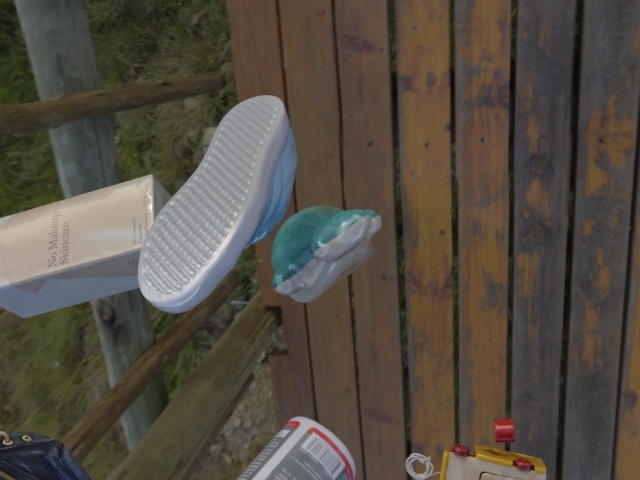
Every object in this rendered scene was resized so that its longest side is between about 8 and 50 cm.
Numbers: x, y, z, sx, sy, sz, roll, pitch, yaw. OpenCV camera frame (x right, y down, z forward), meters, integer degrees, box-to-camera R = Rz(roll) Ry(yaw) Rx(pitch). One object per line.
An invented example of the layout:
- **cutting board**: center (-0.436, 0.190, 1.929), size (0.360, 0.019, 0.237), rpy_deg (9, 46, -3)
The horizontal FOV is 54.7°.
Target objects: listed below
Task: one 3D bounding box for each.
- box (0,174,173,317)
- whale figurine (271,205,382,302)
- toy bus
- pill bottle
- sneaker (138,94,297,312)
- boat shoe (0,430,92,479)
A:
- **box**: center (-0.396, 0.014, 1.044), size (0.311, 0.121, 0.148), rpy_deg (-16, 61, 6)
- **whale figurine**: center (0.000, 0.000, 1.013), size (0.216, 0.272, 0.141), rpy_deg (-35, 82, -12)
- **toy bus**: center (0.275, 0.396, 1.041), size (0.191, 0.104, 0.202), rpy_deg (-35, 80, 8)
- **pill bottle**: center (-0.079, 0.460, 1.073), size (0.161, 0.283, 0.161), rpy_deg (27, 139, 27)
- **sneaker**: center (-0.106, -0.033, 0.838), size (0.135, 0.366, 0.150), rpy_deg (3, 140, 27)
- **boat shoe**: center (-0.245, 0.158, 0.432), size (0.065, 0.083, 0.183), rpy_deg (-25, 116, 27)
